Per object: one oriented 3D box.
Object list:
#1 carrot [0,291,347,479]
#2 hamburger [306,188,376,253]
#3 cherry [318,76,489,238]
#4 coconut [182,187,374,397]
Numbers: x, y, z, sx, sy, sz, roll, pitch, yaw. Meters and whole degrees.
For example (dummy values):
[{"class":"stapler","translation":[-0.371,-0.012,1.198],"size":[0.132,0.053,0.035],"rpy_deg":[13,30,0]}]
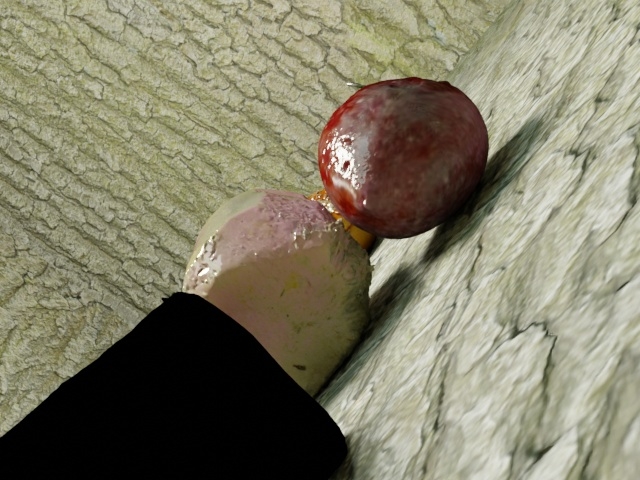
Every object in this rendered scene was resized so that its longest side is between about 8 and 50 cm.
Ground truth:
[{"class":"carrot","translation":[-0.159,0.211,0.670],"size":[0.341,0.224,0.224],"rpy_deg":[-47,4,5]},{"class":"hamburger","translation":[-0.001,0.002,1.449],"size":[0.237,0.147,0.237],"rpy_deg":[-50,7,8]},{"class":"cherry","translation":[0.085,-0.089,0.957],"size":[0.250,0.192,0.175],"rpy_deg":[-57,-22,-59]},{"class":"coconut","translation":[-0.047,0.056,1.006],"size":[0.233,0.233,0.245],"rpy_deg":[-50,11,6]}]
